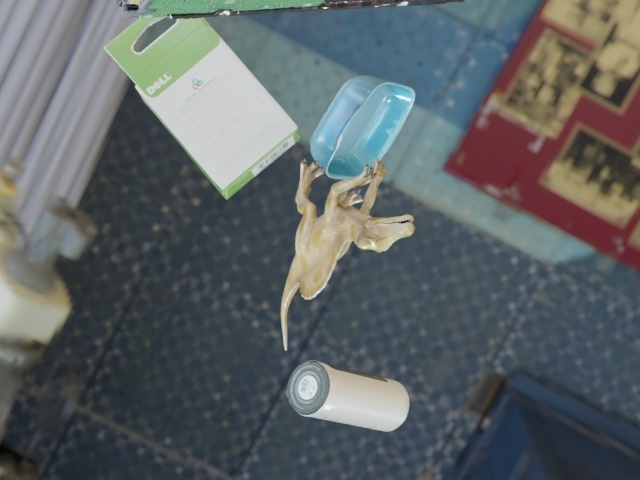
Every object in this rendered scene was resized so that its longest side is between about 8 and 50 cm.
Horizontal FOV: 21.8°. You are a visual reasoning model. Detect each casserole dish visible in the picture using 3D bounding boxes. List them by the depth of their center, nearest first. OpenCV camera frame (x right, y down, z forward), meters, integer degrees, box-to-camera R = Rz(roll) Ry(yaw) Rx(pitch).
[{"bbox_3d":[0.040,-0.119,1.695,0.037,0.114,0.188,35,-169,15],"label":"casserole dish"}]

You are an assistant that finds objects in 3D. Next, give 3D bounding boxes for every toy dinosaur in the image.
[{"bbox_3d":[0.000,0.000,1.056,0.053,0.183,0.093,21,-120,-17],"label":"toy dinosaur"}]

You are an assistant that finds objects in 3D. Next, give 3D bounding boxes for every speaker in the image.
[{"bbox_3d":[0.029,0.156,1.651,0.136,0.055,0.055,18,-164,-49],"label":"speaker"}]

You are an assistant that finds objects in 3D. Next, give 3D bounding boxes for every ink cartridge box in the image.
[{"bbox_3d":[-0.129,-0.160,1.823,0.209,0.109,0.062,49,176,8],"label":"ink cartridge box"}]

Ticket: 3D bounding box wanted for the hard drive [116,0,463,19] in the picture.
[{"bbox_3d":[0.017,-0.255,1.384,0.338,0.064,0.237,-8,171,-22],"label":"hard drive"}]
